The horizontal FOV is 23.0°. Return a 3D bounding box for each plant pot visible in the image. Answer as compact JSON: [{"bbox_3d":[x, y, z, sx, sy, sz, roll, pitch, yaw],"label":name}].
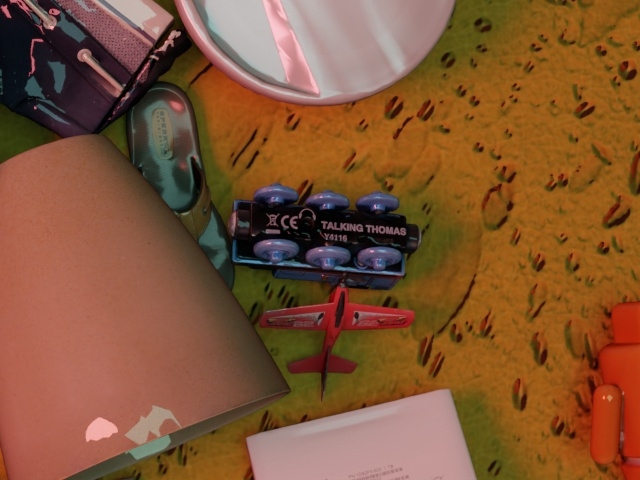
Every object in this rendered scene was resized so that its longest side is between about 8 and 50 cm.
[{"bbox_3d":[-0.194,0.056,1.378,0.256,0.256,0.274,-21,82,-13],"label":"plant pot"}]

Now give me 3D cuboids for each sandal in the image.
[{"bbox_3d":[-0.132,-0.044,1.474,0.090,0.060,0.219,-8,89,-13],"label":"sandal"}]

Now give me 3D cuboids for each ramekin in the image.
[{"bbox_3d":[-0.016,-0.253,1.478,0.272,0.127,0.273,1,87,-14],"label":"ramekin"}]

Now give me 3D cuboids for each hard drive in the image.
[{"bbox_3d":[0.064,0.306,1.447,0.203,0.040,0.308,-13,69,-7],"label":"hard drive"}]

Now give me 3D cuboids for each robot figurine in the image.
[{"bbox_3d":[0.344,0.164,1.540,0.158,0.128,0.219,-11,89,-56],"label":"robot figurine"}]

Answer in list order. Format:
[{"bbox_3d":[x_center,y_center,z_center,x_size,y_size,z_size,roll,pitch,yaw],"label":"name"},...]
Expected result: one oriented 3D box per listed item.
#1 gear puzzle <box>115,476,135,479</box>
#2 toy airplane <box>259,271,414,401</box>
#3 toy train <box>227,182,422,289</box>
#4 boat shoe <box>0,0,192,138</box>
[{"bbox_3d":[-0.270,0.326,1.389,0.339,0.044,0.176,-10,89,-29],"label":"gear puzzle"},{"bbox_3d":[0.013,0.088,1.485,0.151,0.028,0.151,-6,128,-8],"label":"toy airplane"},{"bbox_3d":[0.000,0.000,1.479,0.184,0.105,0.080,4,68,-12],"label":"toy train"},{"bbox_3d":[-0.295,-0.222,1.414,0.340,0.127,0.158,36,88,-6],"label":"boat shoe"}]
